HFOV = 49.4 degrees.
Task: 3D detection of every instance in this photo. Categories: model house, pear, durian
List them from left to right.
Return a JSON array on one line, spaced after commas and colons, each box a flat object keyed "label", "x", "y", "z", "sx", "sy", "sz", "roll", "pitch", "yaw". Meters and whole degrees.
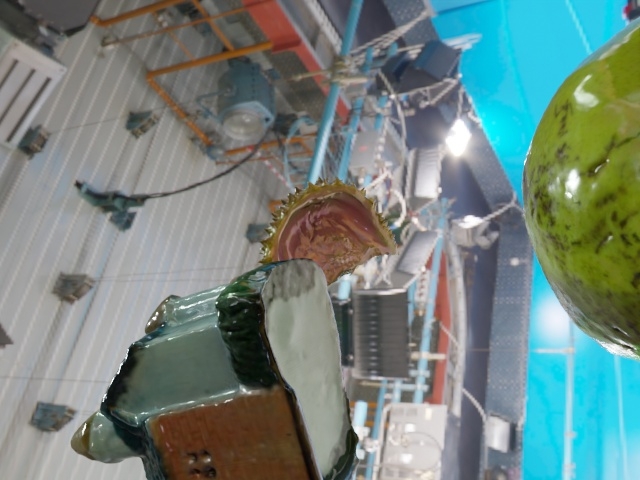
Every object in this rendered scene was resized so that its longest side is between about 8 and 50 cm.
[{"label": "model house", "x": -0.125, "y": 0.169, "z": 0.731, "sx": 0.184, "sy": 0.291, "sz": 0.253, "roll": -38, "pitch": -66, "yaw": -76}, {"label": "durian", "x": 0.002, "y": -0.002, "z": 0.886, "sx": 0.132, "sy": 0.182, "sz": 0.165, "roll": 53, "pitch": 171, "yaw": 25}, {"label": "pear", "x": 0.387, "y": -0.030, "z": 0.666, "sx": 0.391, "sy": 0.391, "sz": 0.391, "roll": 12, "pitch": -104, "yaw": -60}]
